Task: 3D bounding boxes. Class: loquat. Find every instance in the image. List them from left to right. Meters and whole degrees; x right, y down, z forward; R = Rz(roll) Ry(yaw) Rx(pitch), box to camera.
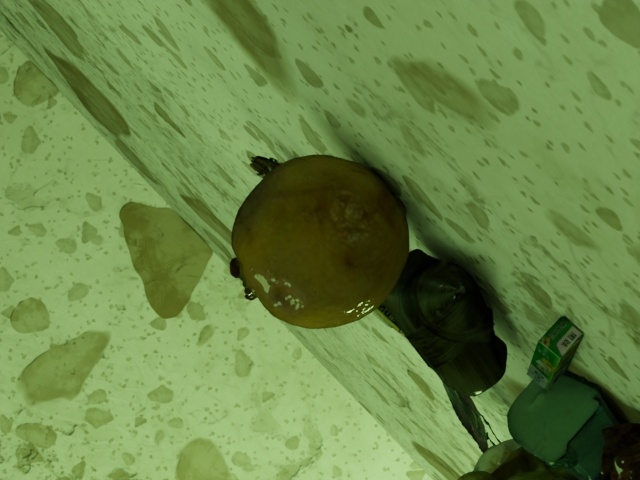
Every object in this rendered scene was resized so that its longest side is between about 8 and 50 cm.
[{"bbox_3d":[0.000,0.000,1.615,0.238,0.238,0.193,50,176,-22],"label":"loquat"}]

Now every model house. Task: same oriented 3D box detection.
[{"bbox_3d":[0.338,0.259,1.629,0.148,0.119,0.148,42,172,-25],"label":"model house"}]

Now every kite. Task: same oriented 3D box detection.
[{"bbox_3d":[0.278,0.328,2.149,0.360,0.022,0.204,51,-166,-34],"label":"kite"}]

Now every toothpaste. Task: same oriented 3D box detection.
[{"bbox_3d":[0.286,0.140,1.538,0.037,0.043,0.178,40,168,16],"label":"toothpaste"}]

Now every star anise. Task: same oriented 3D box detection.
[{"bbox_3d":[0.413,0.314,1.484,0.190,0.126,0.220,61,-175,-56],"label":"star anise"}]

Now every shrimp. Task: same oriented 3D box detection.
[{"bbox_3d":[-0.010,-0.056,1.909,0.236,0.053,0.133,43,175,-12],"label":"shrimp"}]

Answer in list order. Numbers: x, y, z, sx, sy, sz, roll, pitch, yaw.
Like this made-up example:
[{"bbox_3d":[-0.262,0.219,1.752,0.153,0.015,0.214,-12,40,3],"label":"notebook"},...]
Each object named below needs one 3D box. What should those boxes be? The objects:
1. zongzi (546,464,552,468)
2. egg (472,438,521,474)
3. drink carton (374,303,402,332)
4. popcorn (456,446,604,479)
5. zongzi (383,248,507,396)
[{"bbox_3d":[0.455,0.436,1.789,0.360,0.160,0.323,58,158,-1],"label":"zongzi"},{"bbox_3d":[0.344,0.428,2.024,0.183,0.183,0.217,32,163,51],"label":"egg"},{"bbox_3d":[0.085,0.075,1.998,0.165,0.056,0.071,43,-177,14],"label":"drink carton"},{"bbox_3d":[0.306,0.427,1.673,0.312,0.312,0.312,44,169,10],"label":"popcorn"},{"bbox_3d":[0.194,0.121,1.637,0.221,0.112,0.242,50,168,-17],"label":"zongzi"}]
